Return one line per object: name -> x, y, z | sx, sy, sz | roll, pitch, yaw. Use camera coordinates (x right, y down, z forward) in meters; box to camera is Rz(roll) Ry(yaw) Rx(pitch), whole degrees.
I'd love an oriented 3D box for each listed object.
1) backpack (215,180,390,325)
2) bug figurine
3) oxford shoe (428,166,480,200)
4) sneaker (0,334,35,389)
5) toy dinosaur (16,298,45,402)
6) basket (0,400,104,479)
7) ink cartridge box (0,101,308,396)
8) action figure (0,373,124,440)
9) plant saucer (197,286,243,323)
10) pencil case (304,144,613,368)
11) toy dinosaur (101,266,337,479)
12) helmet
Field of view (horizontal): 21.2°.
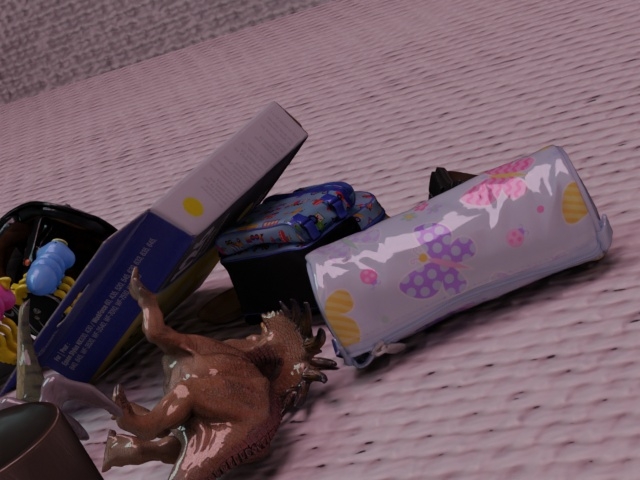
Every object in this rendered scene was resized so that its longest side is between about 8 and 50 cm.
backpack -> 0.000, 0.000, 1.763 | 0.158, 0.117, 0.173 | -8, 22, 46
bug figurine -> -0.394, 0.042, 1.813 | 0.279, 0.072, 0.216 | 8, 30, 2
oxford shoe -> 0.163, -0.029, 1.721 | 0.096, 0.082, 0.227 | -1, 8, -11
sneaker -> -0.450, 0.141, 2.004 | 0.267, 0.106, 0.101 | -15, 17, 27
toy dinosaur -> -0.292, 0.180, 1.625 | 0.118, 0.064, 0.268 | -31, 46, 3
basket -> -0.172, 0.230, 1.082 | 0.154, 0.227, 0.204 | -33, 18, -26
ink cartridge box -> -0.171, 0.027, 1.785 | 0.307, 0.072, 0.303 | -47, -2, -45
action figure -> -0.296, 0.231, 1.307 | 0.330, 0.178, 0.341 | -50, 12, 0
plant saucer -> -0.094, 0.070, 1.858 | 0.083, 0.015, 0.083 | -23, 15, 7
pencil case -> 0.121, 0.015, 1.542 | 0.273, 0.113, 0.124 | -25, 34, 2
toy dinosaur -> -0.077, 0.136, 1.465 | 0.200, 0.127, 0.295 | 9, 34, -7
helmet -> -0.298, 0.041, 1.986 | 0.169, 0.161, 0.169 | -22, 53, 31
